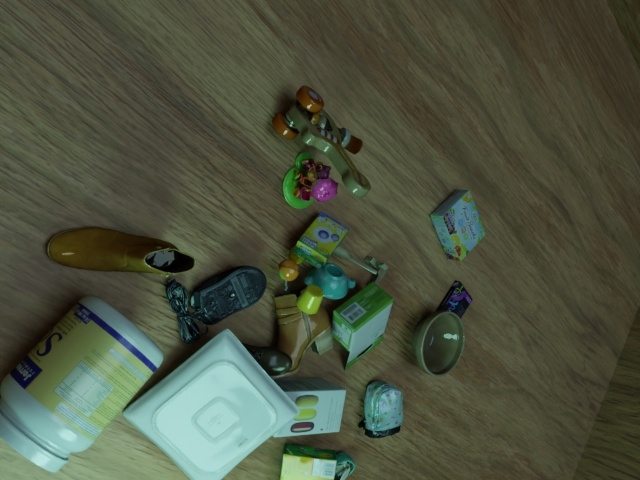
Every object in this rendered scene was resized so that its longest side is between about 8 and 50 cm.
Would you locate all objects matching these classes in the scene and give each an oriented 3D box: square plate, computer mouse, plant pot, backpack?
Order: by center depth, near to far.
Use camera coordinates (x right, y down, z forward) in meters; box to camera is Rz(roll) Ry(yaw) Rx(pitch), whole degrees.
[{"bbox_3d":[-0.278,0.466,1.595,0.347,0.049,0.344,-39,110,-5],"label":"square plate"},{"bbox_3d":[-0.281,0.146,1.639,0.272,0.072,0.188,-23,112,-20],"label":"computer mouse"},{"bbox_3d":[0.217,0.574,2.048,0.152,0.115,0.182,-4,96,-35],"label":"backpack"},{"bbox_3d":[0.409,0.364,2.172,0.237,0.110,0.237,-6,101,-37],"label":"plant pot"}]

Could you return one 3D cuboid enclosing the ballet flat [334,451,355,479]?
[{"bbox_3d":[0.014,0.772,1.933,0.247,0.087,0.083,-25,111,-33],"label":"ballet flat"}]

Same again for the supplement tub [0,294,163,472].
[{"bbox_3d":[-0.546,0.314,1.340,0.331,0.241,0.241,-51,123,-22],"label":"supplement tub"}]

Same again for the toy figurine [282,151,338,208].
[{"bbox_3d":[-0.010,-0.175,1.743,0.130,0.159,0.173,14,87,-38],"label":"toy figurine"}]

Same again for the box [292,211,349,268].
[{"bbox_3d":[0.000,0.000,1.783,0.105,0.043,0.179,32,50,6],"label":"box"}]

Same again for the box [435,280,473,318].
[{"bbox_3d":[0.512,0.251,2.288,0.162,0.029,0.116,-52,123,-19],"label":"box"}]

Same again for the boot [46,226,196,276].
[{"bbox_3d":[-0.457,0.029,1.389,0.295,0.211,0.104,4,93,-38],"label":"boot"}]

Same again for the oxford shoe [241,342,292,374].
[{"bbox_3d":[-0.183,0.330,1.661,0.227,0.096,0.083,13,79,-14],"label":"oxford shoe"}]

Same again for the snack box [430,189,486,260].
[{"bbox_3d":[0.514,-0.058,2.222,0.174,0.070,0.207,-40,119,-27],"label":"snack box"}]

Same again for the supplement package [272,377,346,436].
[{"bbox_3d":[-0.065,0.499,1.805,0.244,0.134,0.139,9,91,-38],"label":"supplement package"}]

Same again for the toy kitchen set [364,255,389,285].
[{"bbox_3d":[0.181,0.108,1.986,0.083,0.068,0.075,47,68,-32],"label":"toy kitchen set"}]

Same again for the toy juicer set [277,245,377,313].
[{"bbox_3d":[-0.001,0.096,1.799,0.329,0.209,0.089,-22,147,-49],"label":"toy juicer set"}]

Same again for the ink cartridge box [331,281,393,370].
[{"bbox_3d":[0.126,0.286,1.963,0.189,0.097,0.255,-33,149,-30],"label":"ink cartridge box"}]

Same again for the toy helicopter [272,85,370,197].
[{"bbox_3d":[0.039,-0.265,1.703,0.235,0.140,0.355,-1,54,-55],"label":"toy helicopter"}]

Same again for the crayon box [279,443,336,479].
[{"bbox_3d":[-0.050,0.784,1.839,0.165,0.081,0.278,7,92,-1],"label":"crayon box"}]

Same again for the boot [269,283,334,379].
[{"bbox_3d":[-0.097,0.271,1.774,0.283,0.109,0.220,-24,103,-22],"label":"boot"}]
